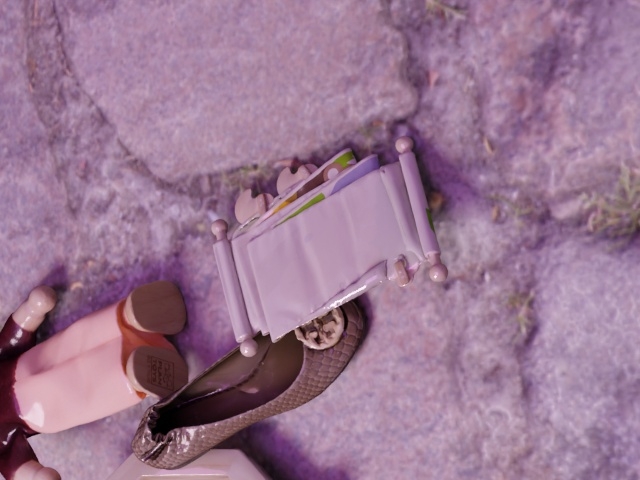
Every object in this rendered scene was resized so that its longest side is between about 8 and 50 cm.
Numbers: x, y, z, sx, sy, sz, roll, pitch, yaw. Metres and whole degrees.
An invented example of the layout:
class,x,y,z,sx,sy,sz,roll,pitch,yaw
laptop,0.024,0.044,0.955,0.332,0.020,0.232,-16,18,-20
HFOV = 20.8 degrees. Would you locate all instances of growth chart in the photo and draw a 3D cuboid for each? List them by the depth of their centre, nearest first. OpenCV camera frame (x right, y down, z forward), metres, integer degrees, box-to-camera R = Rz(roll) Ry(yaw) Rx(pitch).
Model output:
class,x,y,z,sx,sy,sz,roll,pitch,yaw
growth chart,0.000,0.000,1.533,0.237,0.021,0.172,-25,55,29

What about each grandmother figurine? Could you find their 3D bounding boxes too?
class,x,y,z,sx,sy,sz,roll,pitch,yaw
grandmother figurine,-0.277,0.153,1.725,0.342,0.104,0.208,-20,55,36

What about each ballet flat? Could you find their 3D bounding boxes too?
class,x,y,z,sx,sy,sz,roll,pitch,yaw
ballet flat,-0.071,0.127,1.569,0.250,0.058,0.084,-33,57,14

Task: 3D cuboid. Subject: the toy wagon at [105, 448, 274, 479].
class,x,y,z,sx,sy,sz,roll,pitch,yaw
toy wagon,-0.133,0.361,1.575,0.267,0.068,0.344,-4,70,21
